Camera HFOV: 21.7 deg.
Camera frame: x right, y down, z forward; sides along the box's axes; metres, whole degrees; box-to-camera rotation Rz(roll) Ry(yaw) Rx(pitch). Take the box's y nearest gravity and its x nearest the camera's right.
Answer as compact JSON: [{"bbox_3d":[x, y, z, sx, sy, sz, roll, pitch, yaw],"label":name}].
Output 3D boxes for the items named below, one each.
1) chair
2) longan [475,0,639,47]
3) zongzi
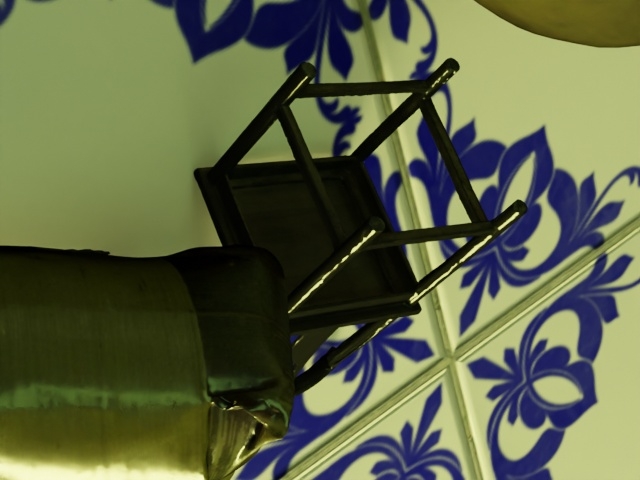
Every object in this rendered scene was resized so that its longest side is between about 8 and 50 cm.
[{"bbox_3d":[0.000,0.000,1.163,0.155,0.141,0.260,-6,155,-38],"label":"chair"},{"bbox_3d":[0.203,-0.305,1.091,0.361,0.361,0.361,-16,116,-35],"label":"longan"},{"bbox_3d":[-0.182,0.124,1.075,0.289,0.154,0.317,4,147,-13],"label":"zongzi"}]
